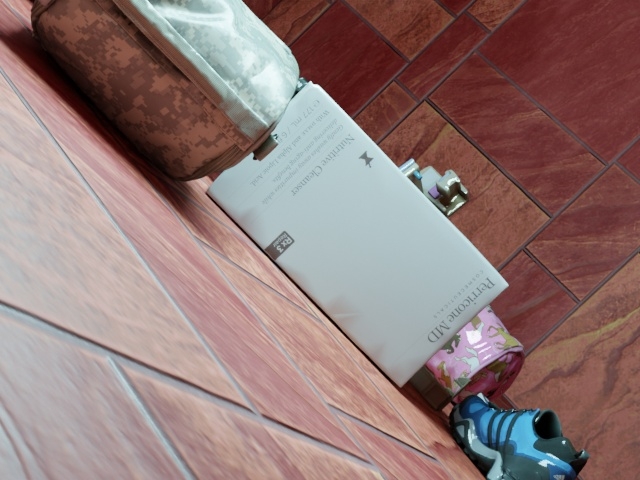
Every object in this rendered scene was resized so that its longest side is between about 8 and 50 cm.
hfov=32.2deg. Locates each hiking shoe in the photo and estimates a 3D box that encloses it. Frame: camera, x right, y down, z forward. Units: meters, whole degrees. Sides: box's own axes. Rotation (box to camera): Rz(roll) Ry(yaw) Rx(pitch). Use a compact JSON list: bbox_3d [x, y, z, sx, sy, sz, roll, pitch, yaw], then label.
[{"bbox_3d":[0.279,0.285,1.546,0.113,0.132,0.304,45,4,-20],"label":"hiking shoe"}]

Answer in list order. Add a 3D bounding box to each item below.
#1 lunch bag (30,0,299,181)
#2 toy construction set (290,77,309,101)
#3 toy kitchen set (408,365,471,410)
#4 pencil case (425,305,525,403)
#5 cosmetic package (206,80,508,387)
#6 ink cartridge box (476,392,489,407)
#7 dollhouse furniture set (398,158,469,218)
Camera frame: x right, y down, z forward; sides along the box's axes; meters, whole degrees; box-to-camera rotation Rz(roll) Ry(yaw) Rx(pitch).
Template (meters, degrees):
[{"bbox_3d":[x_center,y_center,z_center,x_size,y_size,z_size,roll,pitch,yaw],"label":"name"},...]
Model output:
[{"bbox_3d":[-0.175,-0.221,1.249,0.305,0.212,0.256,46,-3,-15],"label":"lunch bag"},{"bbox_3d":[-0.117,-0.189,1.724,0.151,0.215,0.328,49,0,0],"label":"toy construction set"},{"bbox_3d":[0.184,0.214,1.719,0.075,0.068,0.083,47,4,15],"label":"toy kitchen set"},{"bbox_3d":[0.215,0.138,2.078,0.386,0.160,0.167,50,-27,34],"label":"pencil case"},{"bbox_3d":[0.050,-0.010,1.546,0.385,0.217,0.156,44,4,-4],"label":"cosmetic package"},{"bbox_3d":[0.361,0.398,1.798,0.332,0.065,0.165,47,3,-2],"label":"ink cartridge box"},{"bbox_3d":[0.126,-0.122,2.264,0.198,0.286,0.303,48,-7,24],"label":"dollhouse furniture set"}]
